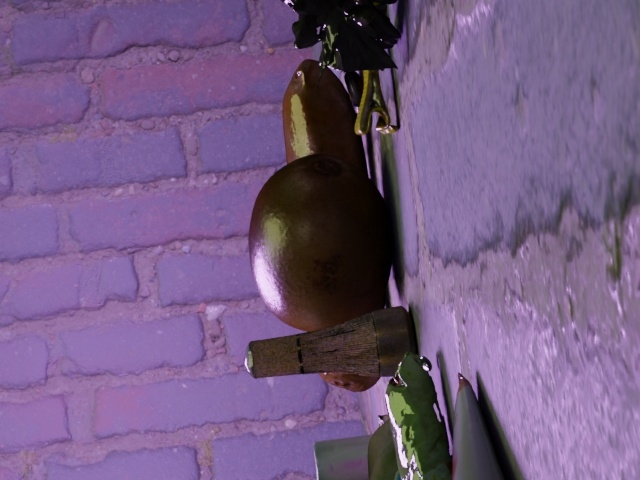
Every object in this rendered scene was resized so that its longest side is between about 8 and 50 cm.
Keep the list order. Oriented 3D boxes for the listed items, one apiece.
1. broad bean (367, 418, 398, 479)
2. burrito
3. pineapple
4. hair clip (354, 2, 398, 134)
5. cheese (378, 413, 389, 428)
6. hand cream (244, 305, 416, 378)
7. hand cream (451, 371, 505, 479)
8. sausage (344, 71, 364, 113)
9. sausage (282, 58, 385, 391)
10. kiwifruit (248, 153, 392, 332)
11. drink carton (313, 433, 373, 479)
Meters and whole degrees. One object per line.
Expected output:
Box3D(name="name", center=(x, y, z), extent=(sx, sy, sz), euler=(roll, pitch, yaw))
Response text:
Box3D(name="broad bean", center=(0.089, 0.290, 1.179), extent=(0.228, 0.100, 0.169), euler=(-96, 6, -67))
Box3D(name="burrito", center=(0.096, 0.253, 1.052), extent=(0.104, 0.054, 0.288), euler=(134, 133, -59))
Box3D(name="pineapple", center=(0.002, -0.261, 0.944), extent=(0.340, 0.169, 0.169), euler=(67, -167, -61))
Box3D(name="hair clip", center=(0.050, -0.199, 1.171), extent=(0.072, 0.046, 0.173), euler=(-149, 54, -83))
Box3D(name="cheese", center=(0.112, 0.340, 1.367), extent=(0.127, 0.050, 0.255), euler=(98, 164, -84))
Box3D(name="hand cream", center=(0.010, 0.133, 1.293), extent=(0.084, 0.203, 0.084), euler=(171, 90, -88))
Box3D(name="hand cream", center=(0.107, 0.217, 0.715), extent=(0.340, 0.078, 0.124), euler=(-88, -9, -69))
Box3D(name="sausage", center=(0.051, -0.207, 1.524), extent=(0.198, 0.025, 0.028), euler=(-99, -5, -66))
Box3D(name="sausage", center=(0.021, -0.018, 1.614), extent=(0.136, 0.123, 0.500), euler=(-37, -59, -71))
Box3D(name="kiwifruit", center=(0.000, 0.000, 1.407), extent=(0.196, 0.196, 0.234), euler=(-99, 8, -49))
Box3D(name="drink carton", center=(0.063, 0.388, 1.822), extent=(0.146, 0.142, 0.144), euler=(-107, 9, -71))
